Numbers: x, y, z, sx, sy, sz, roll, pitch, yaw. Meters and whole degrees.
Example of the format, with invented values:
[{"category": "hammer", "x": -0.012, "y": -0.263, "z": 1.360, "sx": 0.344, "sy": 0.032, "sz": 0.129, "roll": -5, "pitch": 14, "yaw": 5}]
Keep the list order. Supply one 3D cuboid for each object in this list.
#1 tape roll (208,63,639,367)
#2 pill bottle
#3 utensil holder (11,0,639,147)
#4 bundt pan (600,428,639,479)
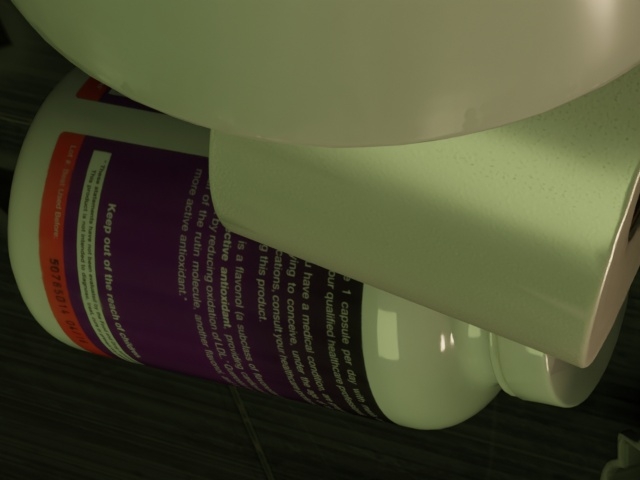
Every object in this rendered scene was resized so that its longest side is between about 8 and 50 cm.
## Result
[{"category": "tape roll", "x": 0.078, "y": -0.088, "z": 0.833, "sx": 0.169, "sy": 0.246, "sz": 0.246, "roll": 22, "pitch": 149, "yaw": 11}, {"category": "pill bottle", "x": 0.000, "y": 0.000, "z": 1.089, "sx": 0.323, "sy": 0.181, "sz": 0.181, "roll": 11, "pitch": 146, "yaw": 27}, {"category": "utensil holder", "x": 0.004, "y": -0.256, "z": 0.567, "sx": 0.327, "sy": 0.328, "sz": 0.385, "roll": 19, "pitch": 149, "yaw": 16}, {"category": "bundt pan", "x": 0.296, "y": 0.243, "z": 1.156, "sx": 0.331, "sy": 0.124, "sz": 0.331, "roll": 160, "pitch": 90, "yaw": -75}]
